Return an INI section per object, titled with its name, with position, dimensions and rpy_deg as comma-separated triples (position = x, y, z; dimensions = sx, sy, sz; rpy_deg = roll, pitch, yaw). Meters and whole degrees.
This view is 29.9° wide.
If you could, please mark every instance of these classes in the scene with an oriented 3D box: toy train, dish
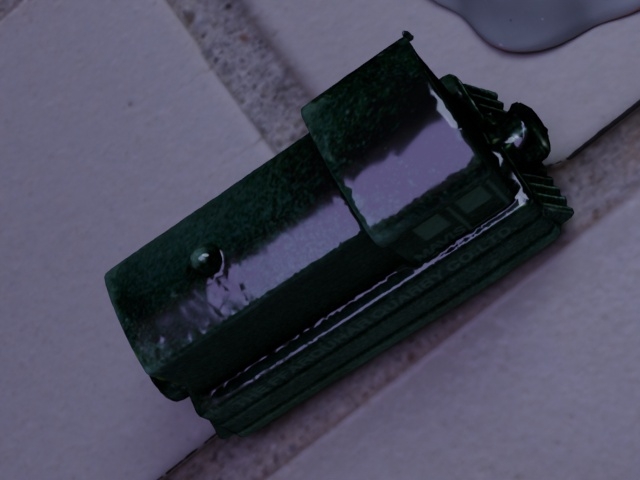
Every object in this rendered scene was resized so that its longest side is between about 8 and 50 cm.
[toy train]
position = 0.000, 0.000, 0.805
dimensions = 0.330, 0.178, 0.138
rpy_deg = -34, 64, 11
[dish]
position = 0.157, -0.255, 0.862
dimensions = 0.229, 0.081, 0.229
rpy_deg = -7, 73, 23
